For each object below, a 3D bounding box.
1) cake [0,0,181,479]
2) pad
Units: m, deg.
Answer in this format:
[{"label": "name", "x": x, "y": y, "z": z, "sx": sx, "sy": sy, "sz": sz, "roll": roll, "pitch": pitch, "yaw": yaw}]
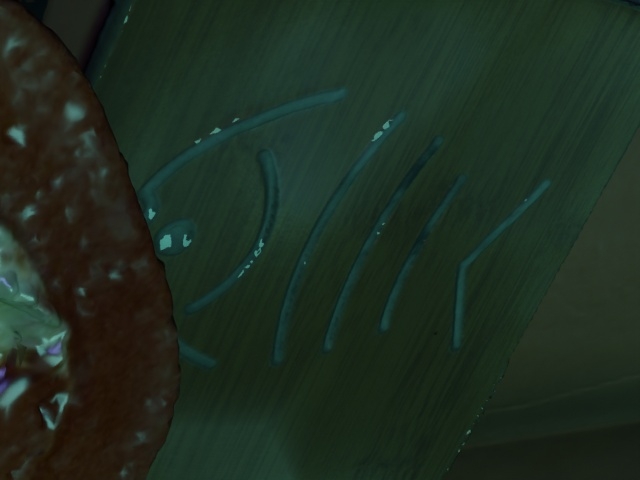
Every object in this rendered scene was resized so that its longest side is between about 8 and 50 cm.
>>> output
[{"label": "cake", "x": -0.162, "y": 0.005, "z": 0.602, "sx": 0.177, "sy": 0.151, "sz": 0.283, "roll": -32, "pitch": 130, "yaw": -26}, {"label": "pad", "x": 0.000, "y": 0.000, "z": 0.797, "sx": 0.284, "sy": 0.018, "sz": 0.286, "roll": 9, "pitch": 116, "yaw": -38}]
